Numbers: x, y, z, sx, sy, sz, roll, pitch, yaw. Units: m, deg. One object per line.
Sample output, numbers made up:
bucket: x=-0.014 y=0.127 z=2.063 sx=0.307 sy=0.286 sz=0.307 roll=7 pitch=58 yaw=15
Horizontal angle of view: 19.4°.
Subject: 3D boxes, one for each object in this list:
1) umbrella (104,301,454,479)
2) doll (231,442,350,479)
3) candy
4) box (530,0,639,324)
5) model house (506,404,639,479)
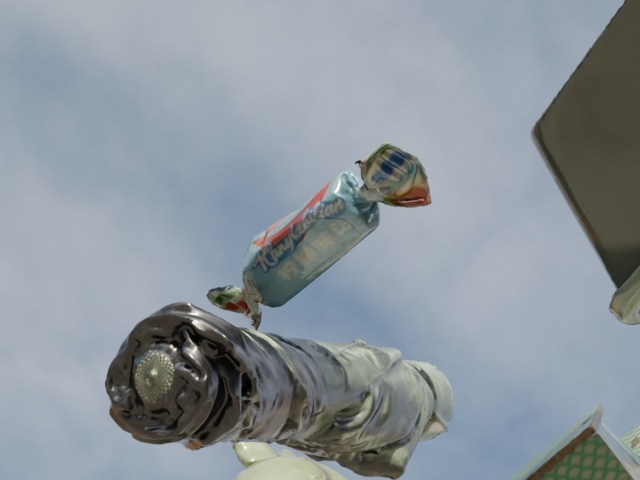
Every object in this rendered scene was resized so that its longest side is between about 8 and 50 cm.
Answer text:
umbrella: x=-0.006 y=0.054 z=0.613 sx=0.046 sy=0.050 sz=0.188 roll=-8 pitch=-11 yaw=24
doll: x=-0.003 y=0.254 z=1.372 sx=0.154 sy=0.275 sz=0.113 roll=17 pitch=-41 yaw=-32
candy: x=0.000 y=0.000 z=0.593 sx=0.030 sy=0.020 sz=0.083 roll=38 pitch=-66 yaw=-24
box: x=0.121 y=-0.038 z=0.540 sx=0.069 sy=0.084 sz=0.122 roll=59 pitch=-42 yaw=25
model house: x=0.179 y=0.221 z=1.227 sx=0.178 sy=0.271 sz=0.206 roll=-38 pitch=-56 yaw=14
